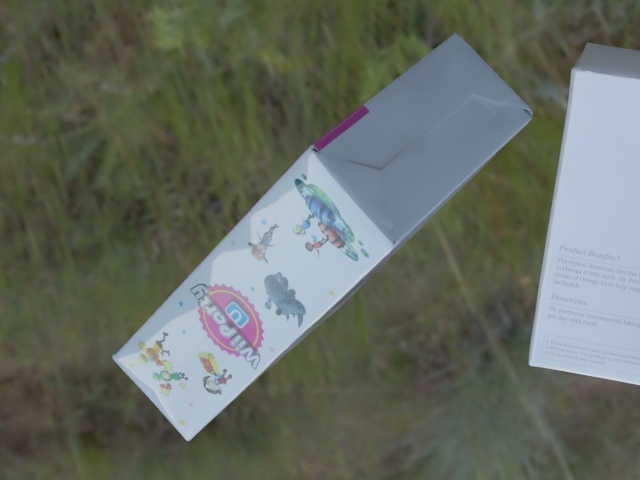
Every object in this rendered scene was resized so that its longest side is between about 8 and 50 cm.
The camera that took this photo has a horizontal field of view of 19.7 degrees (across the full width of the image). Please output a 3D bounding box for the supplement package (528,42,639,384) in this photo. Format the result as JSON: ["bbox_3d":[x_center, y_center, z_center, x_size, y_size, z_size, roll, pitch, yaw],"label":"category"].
[{"bbox_3d":[0.189,-0.016,1.081,0.105,0.179,0.105,11,-164,10],"label":"supplement package"}]

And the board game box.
[{"bbox_3d":[0.000,0.000,1.413,0.224,0.097,0.303,-39,175,-47],"label":"board game box"}]
